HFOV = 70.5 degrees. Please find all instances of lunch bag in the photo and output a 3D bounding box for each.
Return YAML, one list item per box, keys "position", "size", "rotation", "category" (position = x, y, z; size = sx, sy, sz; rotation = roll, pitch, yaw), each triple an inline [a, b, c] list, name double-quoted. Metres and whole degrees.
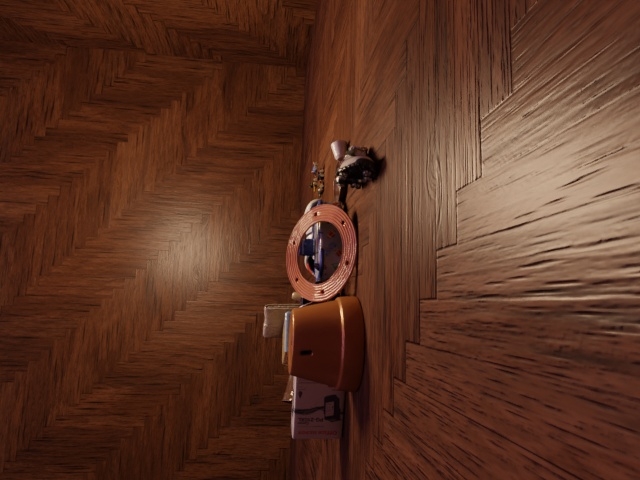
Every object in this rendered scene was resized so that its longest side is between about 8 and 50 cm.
- position: [-0.059, 0.026, 1.740]
  size: [0.098, 0.065, 0.067]
  rotation: [86, -177, -85]
  category: "lunch bag"
- position: [0.029, 0.017, 1.725]
  size: [0.243, 0.115, 0.303]
  rotation: [102, 169, -64]
  category: "lunch bag"

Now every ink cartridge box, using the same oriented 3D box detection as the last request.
- position: [-0.009, 0.547, 1.553]
  size: [0.100, 0.172, 0.237]
  rotation: [-149, 62, -82]
  category: "ink cartridge box"

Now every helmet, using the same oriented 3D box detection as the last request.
- position: [-0.006, 0.246, 1.652]
  size: [0.169, 0.169, 0.161]
  rotation: [104, 177, -58]
  category: "helmet"

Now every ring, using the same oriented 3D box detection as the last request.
- position: [0.003, 0.042, 1.553]
  size: [0.337, 0.032, 0.336]
  rotation: [-14, 70, 43]
  category: "ring"

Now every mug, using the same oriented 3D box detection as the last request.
- position: [0.081, -0.334, 1.714]
  size: [0.062, 0.078, 0.064]
  rotation: [-27, 64, 44]
  category: "mug"

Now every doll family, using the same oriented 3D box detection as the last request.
- position: [-0.018, -0.328, 2.421]
  size: [0.111, 0.076, 0.193]
  rotation: [107, 170, -79]
  category: "doll family"

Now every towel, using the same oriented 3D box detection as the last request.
- position: [-0.129, 0.386, 2.144]
  size: [0.049, 0.282, 0.187]
  rotation: [-109, 23, -59]
  category: "towel"

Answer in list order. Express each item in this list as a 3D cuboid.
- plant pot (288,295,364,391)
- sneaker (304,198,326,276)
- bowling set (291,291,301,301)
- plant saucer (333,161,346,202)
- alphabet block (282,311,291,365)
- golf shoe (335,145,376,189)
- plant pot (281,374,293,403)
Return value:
- position: [0.007, 0.313, 1.400]
  size: [0.291, 0.204, 0.290]
  rotation: [-176, 90, -83]
  category: "plant pot"
- position: [0.000, 0.000, 1.966]
  size: [0.148, 0.131, 0.350]
  rotation: [-119, 26, -64]
  category: "sneaker"
- position: [-0.053, 0.331, 2.276]
  size: [0.200, 0.154, 0.287]
  rotation: [-65, -15, -53]
  category: "bowling set"
- position: [0.077, -0.223, 1.756]
  size: [0.168, 0.029, 0.168]
  rotation: [-176, 90, -83]
  category: "plant saucer"
- position: [-0.068, 0.436, 2.002]
  size: [0.197, 0.193, 0.192]
  rotation: [104, 169, -58]
  category: "alphabet block"
- position: [0.098, -0.225, 1.311]
  size: [0.273, 0.105, 0.120]
  rotation: [-179, 99, -82]
  category: "golf shoe"
- position: [-0.112, 0.778, 2.401]
  size: [0.167, 0.167, 0.165]
  rotation: [108, 171, -64]
  category: "plant pot"
